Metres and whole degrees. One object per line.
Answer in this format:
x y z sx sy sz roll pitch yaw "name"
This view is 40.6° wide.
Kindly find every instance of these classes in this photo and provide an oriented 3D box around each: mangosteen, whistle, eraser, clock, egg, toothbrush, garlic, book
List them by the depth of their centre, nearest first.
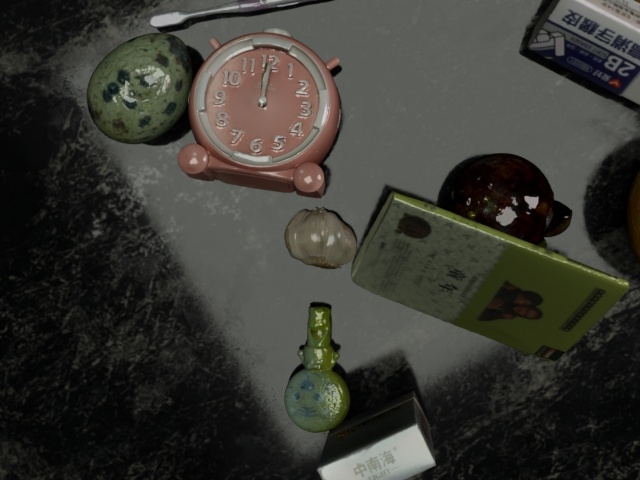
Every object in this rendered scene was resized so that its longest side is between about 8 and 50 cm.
0.423 -0.287 1.256 0.210 0.124 0.068 27 56 0 "eraser"
0.230 0.058 1.259 0.352 0.239 0.035 22 55 0 "book"
0.276 -0.043 1.279 0.184 0.172 0.172 13 97 -26 "mangosteen"
-0.264 -0.228 1.290 0.141 0.141 0.182 39 89 -1 "egg"
-0.082 -0.195 1.294 0.227 0.142 0.241 8 86 2 "clock"
-0.088 -0.364 1.326 0.354 0.029 0.024 -10 97 2 "toothbrush"
0.001 -0.004 1.329 0.113 0.074 0.094 9 90 -5 "garlic"
-0.003 0.203 1.364 0.104 0.057 0.198 1 87 18 "whistle"

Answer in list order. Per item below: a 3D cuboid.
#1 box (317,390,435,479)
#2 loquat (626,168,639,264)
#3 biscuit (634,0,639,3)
0.084 0.299 1.269 0.155 0.243 0.067 -24 89 4 "box"
0.566 -0.033 1.210 0.263 0.263 0.263 0 95 3 "loquat"
0.499 -0.388 1.222 0.254 0.035 0.254 20 127 28 "biscuit"
